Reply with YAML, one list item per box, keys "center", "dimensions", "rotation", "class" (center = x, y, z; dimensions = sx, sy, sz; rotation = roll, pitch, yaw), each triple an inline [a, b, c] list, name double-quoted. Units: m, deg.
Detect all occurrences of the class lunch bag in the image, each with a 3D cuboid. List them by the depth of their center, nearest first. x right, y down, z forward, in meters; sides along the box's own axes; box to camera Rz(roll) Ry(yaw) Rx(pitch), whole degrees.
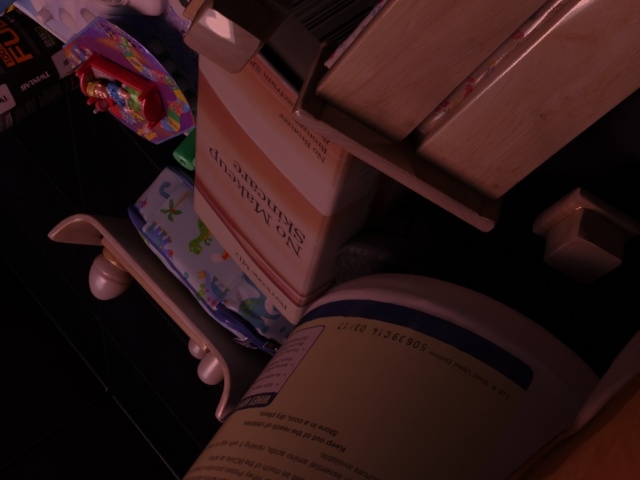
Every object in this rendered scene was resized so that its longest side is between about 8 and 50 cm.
- center: [-0.091, 0.028, 1.102]
  dimensions: [0.219, 0.090, 0.176]
  rotation: [44, -177, 25]
  class: "lunch bag"

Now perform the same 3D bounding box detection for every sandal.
- center: [0.110, 0.084, 0.845]
  dimensions: [0.167, 0.107, 0.446]
  rotation: [40, 167, 22]
  class: "sandal"

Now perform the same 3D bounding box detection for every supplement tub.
- center: [0.016, 0.204, 0.589]
  dimensions: [0.235, 0.325, 0.235]
  rotation: [26, 147, 19]
  class: "supplement tub"
- center: [-0.365, -0.204, 1.229]
  dimensions: [0.117, 0.190, 0.117]
  rotation: [42, 155, 25]
  class: "supplement tub"

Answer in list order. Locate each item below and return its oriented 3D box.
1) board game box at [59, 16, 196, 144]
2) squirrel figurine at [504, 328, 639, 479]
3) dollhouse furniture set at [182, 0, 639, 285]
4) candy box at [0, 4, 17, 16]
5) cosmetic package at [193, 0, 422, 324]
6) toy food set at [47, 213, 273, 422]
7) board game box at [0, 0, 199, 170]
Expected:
- center: [-0.192, -0.137, 0.984]
  dimensions: [0.133, 0.033, 0.168]
  rotation: [48, 155, -18]
  class: "board game box"
- center: [0.283, 0.129, 0.335]
  dimensions: [0.370, 0.281, 0.397]
  rotation: [43, 159, 10]
  class: "squirrel figurine"
- center: [0.107, -0.181, 0.516]
  dimensions: [0.355, 0.174, 0.303]
  rotation: [30, 142, -16]
  class: "dollhouse furniture set"
- center: [-0.414, -0.349, 1.334]
  dimensions: [0.105, 0.027, 0.206]
  rotation: [60, 157, -6]
  class: "candy box"
- center: [-0.003, -0.075, 0.776]
  dimensions: [0.153, 0.129, 0.296]
  rotation: [47, 157, 16]
  class: "cosmetic package"
- center: [-0.149, 0.086, 1.195]
  dimensions: [0.306, 0.092, 0.219]
  rotation: [44, -164, 23]
  class: "toy food set"
- center: [-0.203, -0.241, 0.923]
  dimensions: [0.390, 0.050, 0.390]
  rotation: [37, 156, 6]
  class: "board game box"
